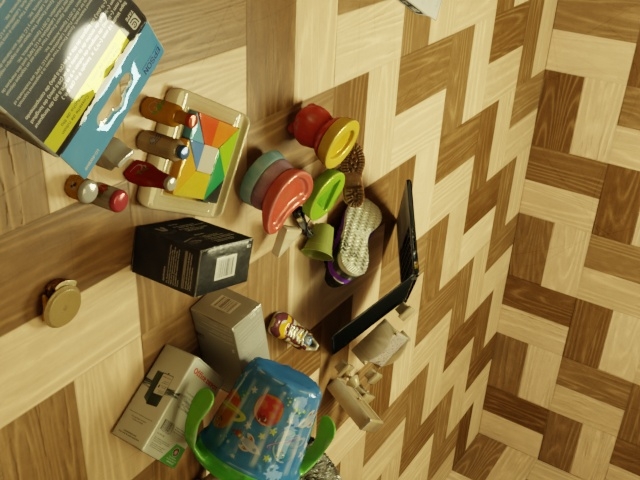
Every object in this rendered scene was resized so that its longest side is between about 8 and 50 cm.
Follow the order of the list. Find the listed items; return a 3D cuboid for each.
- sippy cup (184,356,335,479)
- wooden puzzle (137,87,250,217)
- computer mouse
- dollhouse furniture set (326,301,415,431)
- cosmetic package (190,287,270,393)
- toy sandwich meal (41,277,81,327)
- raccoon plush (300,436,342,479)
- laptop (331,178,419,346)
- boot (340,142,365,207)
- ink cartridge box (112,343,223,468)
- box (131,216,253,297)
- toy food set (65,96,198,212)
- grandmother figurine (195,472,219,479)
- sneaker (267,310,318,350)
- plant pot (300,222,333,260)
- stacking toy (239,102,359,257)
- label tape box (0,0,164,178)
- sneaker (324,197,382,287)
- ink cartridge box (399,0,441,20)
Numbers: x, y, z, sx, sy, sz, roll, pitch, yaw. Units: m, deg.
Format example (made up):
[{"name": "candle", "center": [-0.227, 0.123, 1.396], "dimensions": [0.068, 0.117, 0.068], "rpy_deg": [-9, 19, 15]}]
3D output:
[{"name": "sippy cup", "center": [-0.112, 0.372, 1.610], "dimensions": [0.224, 0.240, 0.305], "rpy_deg": [-64, 162, 4]}, {"name": "wooden puzzle", "center": [-0.226, -0.154, 1.470], "dimensions": [0.238, 0.044, 0.221], "rpy_deg": [9, 99, -62]}, {"name": "computer mouse", "center": [-0.003, -0.108, 1.909], "dimensions": [0.193, 0.042, 0.106], "rpy_deg": [-56, 145, -14]}, {"name": "dollhouse furniture set", "center": [0.218, 0.389, 2.335], "dimensions": [0.355, 0.174, 0.303], "rpy_deg": [-44, 153, 5]}, {"name": "cosmetic package", "center": [-0.189, 0.225, 1.694], "dimensions": [0.107, 0.127, 0.238], "rpy_deg": [-42, 140, -40]}, {"name": "toy sandwich meal", "center": [-0.430, 0.103, 1.288], "dimensions": [0.085, 0.029, 0.086], "rpy_deg": [-45, 148, -39]}, {"name": "raccoon plush", "center": [-0.146, 0.620, 2.051], "dimensions": [0.299, 0.216, 0.446], "rpy_deg": [-38, 110, -26]}, {"name": "laptop", "center": [0.138, 0.088, 2.172], "dimensions": [0.382, 0.236, 0.408], "rpy_deg": [88, 0, -75]}, {"name": "boot", "center": [0.074, -0.159, 1.900], "dimensions": [0.084, 0.059, 0.158], "rpy_deg": [-148, -121, -84]}, {"name": "ink cartridge box", "center": [-0.305, 0.338, 1.595], "dimensions": [0.208, 0.086, 0.153], "rpy_deg": [-60, 151, -20]}, {"name": "box", "center": [-0.235, 0.027, 1.446], "dimensions": [0.156, 0.158, 0.093], "rpy_deg": [-14, 119, -57]}, {"name": "toy food set", "center": [-0.299, -0.126, 1.291], "dimensions": [0.232, 0.104, 0.111], "rpy_deg": [-52, 147, -31]}, {"name": "grandmother figurine", "center": [-0.201, 0.479, 1.826], "dimensions": [0.342, 0.104, 0.208], "rpy_deg": [-67, 171, 9]}, {"name": "sneaker", "center": [-0.063, 0.231, 1.966], "dimensions": [0.070, 0.083, 0.185], "rpy_deg": [-66, 152, -9]}, {"name": "plant pot", "center": [0.000, 0.000, 1.953], "dimensions": [0.083, 0.083, 0.079], "rpy_deg": [47, 53, -59]}, {"name": "stacking toy", "center": [-0.064, -0.139, 1.743], "dimensions": [0.309, 0.130, 0.279], "rpy_deg": [-45, 159, -28]}, {"name": "label tape box", "center": [-0.381, -0.278, 1.045], "dimensions": [0.249, 0.115, 0.348], "rpy_deg": [-62, 154, -15]}, {"name": "sneaker", "center": [0.068, 0.008, 2.058], "dimensions": [0.146, 0.102, 0.293], "rpy_deg": [-47, -165, 43]}, {"name": "ink cartridge box", "center": [0.275, -0.697, 2.023], "dimensions": [0.208, 0.045, 0.206], "rpy_deg": [5, 103, -60]}]
